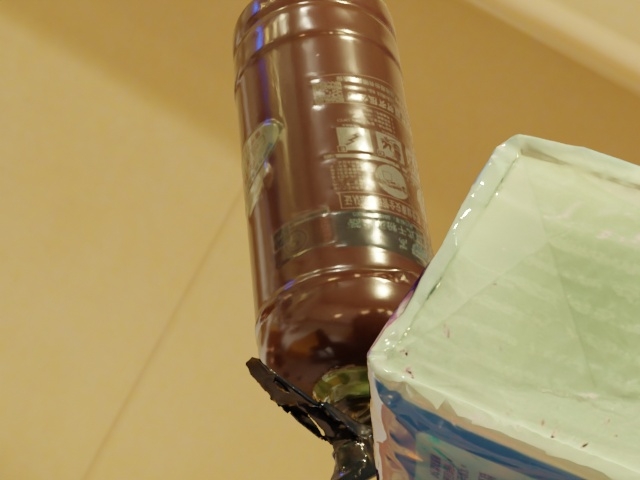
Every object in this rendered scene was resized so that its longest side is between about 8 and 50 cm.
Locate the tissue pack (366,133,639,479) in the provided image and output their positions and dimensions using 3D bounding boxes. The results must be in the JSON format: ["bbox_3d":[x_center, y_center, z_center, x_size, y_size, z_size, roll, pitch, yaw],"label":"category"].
[{"bbox_3d":[0.135,0.102,0.639,0.198,0.146,0.263,21,-30,17],"label":"tissue pack"}]

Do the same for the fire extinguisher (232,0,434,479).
[{"bbox_3d":[0.000,0.000,0.820,0.138,0.102,0.344,36,36,-41],"label":"fire extinguisher"}]
